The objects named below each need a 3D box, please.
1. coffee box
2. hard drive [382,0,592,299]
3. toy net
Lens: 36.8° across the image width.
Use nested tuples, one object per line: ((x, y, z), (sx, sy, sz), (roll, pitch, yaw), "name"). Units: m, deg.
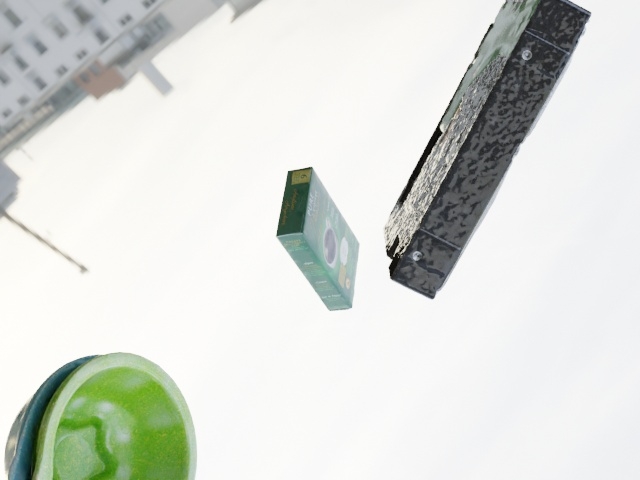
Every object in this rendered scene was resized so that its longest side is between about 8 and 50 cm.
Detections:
((0.000, 0.000, 1.278), (0.040, 0.184, 0.113), (-7, -126, 22), "coffee box")
((0.176, -0.118, 1.091), (0.237, 0.064, 0.338), (-86, -158, -76), "hard drive")
((-0.114, 0.122, 0.263), (0.045, 0.122, 0.232), (-10, -132, 33), "toy net")
